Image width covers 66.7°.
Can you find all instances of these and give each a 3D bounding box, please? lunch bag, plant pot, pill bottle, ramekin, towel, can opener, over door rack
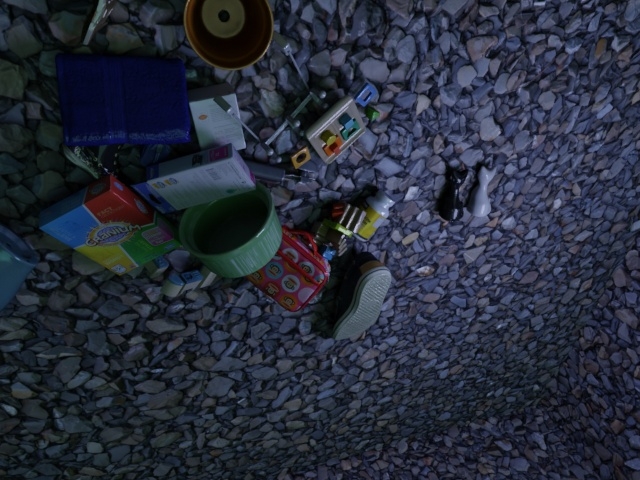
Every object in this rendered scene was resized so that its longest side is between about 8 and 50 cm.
[{"bbox_3d":[-0.475,-0.250,1.389,0.067,0.065,0.098,16,117,-32],"label":"lunch bag"},{"bbox_3d":[-0.941,0.085,1.329,0.255,0.271,0.271,-41,132,-9],"label":"plant pot"},{"bbox_3d":[0.183,-0.094,1.769,0.103,0.103,0.184,27,111,-36],"label":"pill bottle"},{"bbox_3d":[-0.114,0.078,1.687,0.293,0.120,0.258,39,111,-4],"label":"lunch bag"},{"bbox_3d":[-0.265,-0.032,1.502,0.303,0.303,0.148,-27,139,-2],"label":"ramekin"},{"bbox_3d":[-0.497,-0.355,1.244,0.308,0.076,0.227,-5,93,-17],"label":"towel"},{"bbox_3d":[-0.143,-0.236,1.558,0.283,0.076,0.095,9,89,-28],"label":"can opener"},{"bbox_3d":[-0.112,-0.368,1.344,0.239,0.108,0.324,-48,154,2],"label":"over door rack"},{"bbox_3d":[-0.229,-0.540,1.184,0.205,0.188,0.205,-7,122,-11],"label":"plant pot"}]

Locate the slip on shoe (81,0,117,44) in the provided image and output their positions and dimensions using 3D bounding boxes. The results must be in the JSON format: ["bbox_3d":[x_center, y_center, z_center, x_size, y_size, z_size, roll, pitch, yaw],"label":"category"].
[{"bbox_3d":[-0.532,-0.528,1.167,0.041,0.051,0.135,15,113,-45],"label":"slip on shoe"}]

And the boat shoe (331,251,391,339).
[{"bbox_3d":[0.148,0.238,1.982,0.187,0.156,0.500,-9,140,-24],"label":"boat shoe"}]

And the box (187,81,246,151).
[{"bbox_3d":[-0.296,-0.342,1.380,0.130,0.091,0.170,-15,130,-12],"label":"box"}]

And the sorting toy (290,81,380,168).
[{"bbox_3d":[0.058,-0.333,1.520,0.348,0.047,0.196,-42,153,3],"label":"sorting toy"}]

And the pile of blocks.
[{"bbox_3d":[0.000,0.000,1.732,0.112,0.149,0.362,29,111,-37],"label":"pile of blocks"}]

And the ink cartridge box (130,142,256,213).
[{"bbox_3d":[-0.367,-0.175,1.423,0.311,0.065,0.186,-16,154,7],"label":"ink cartridge box"}]

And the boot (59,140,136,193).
[{"bbox_3d":[-0.564,-0.241,1.347,0.178,0.085,0.236,-42,132,7],"label":"boot"}]

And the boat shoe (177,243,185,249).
[{"bbox_3d":[-0.418,0.004,1.627,0.206,0.075,0.065,9,78,-23],"label":"boat shoe"}]

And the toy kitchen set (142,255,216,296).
[{"bbox_3d":[-0.465,0.075,1.643,0.122,0.166,0.207,-51,164,25],"label":"toy kitchen set"}]

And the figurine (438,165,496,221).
[{"bbox_3d":[0.576,-0.191,1.883,0.215,0.092,0.209,-9,124,-18],"label":"figurine"}]

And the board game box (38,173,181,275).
[{"bbox_3d":[-0.605,-0.033,1.432,0.242,0.064,0.316,-26,144,10],"label":"board game box"}]
